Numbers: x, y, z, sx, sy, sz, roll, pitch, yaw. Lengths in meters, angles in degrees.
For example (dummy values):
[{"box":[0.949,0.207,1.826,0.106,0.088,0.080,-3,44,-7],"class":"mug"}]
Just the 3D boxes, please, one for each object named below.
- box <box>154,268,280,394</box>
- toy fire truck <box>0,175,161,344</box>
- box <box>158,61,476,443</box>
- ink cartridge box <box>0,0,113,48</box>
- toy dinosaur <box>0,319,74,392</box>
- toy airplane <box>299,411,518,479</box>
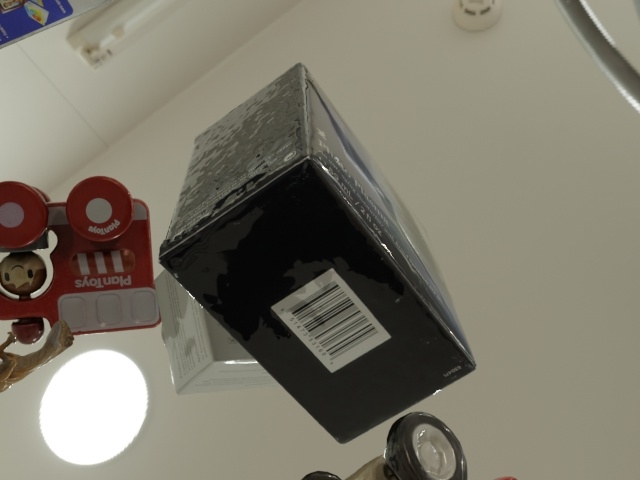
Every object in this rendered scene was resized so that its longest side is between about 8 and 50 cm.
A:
[{"box":[-0.123,0.114,1.037,0.119,0.181,0.181,-41,-123,41],"class":"box"},{"box":[-0.408,0.032,1.132,0.302,0.169,0.254,-5,-87,-16],"class":"toy fire truck"},{"box":[0.000,0.000,0.799,0.182,0.296,0.294,-33,-154,14],"class":"box"},{"box":[-0.474,-0.338,0.955,0.370,0.176,0.069,-24,-133,0],"class":"ink cartridge box"},{"box":[-0.340,0.143,0.692,0.211,0.112,0.064,-24,-109,2],"class":"toy dinosaur"},{"box":[0.031,0.310,0.369,0.384,0.386,0.272,-42,-92,-6],"class":"toy airplane"}]
